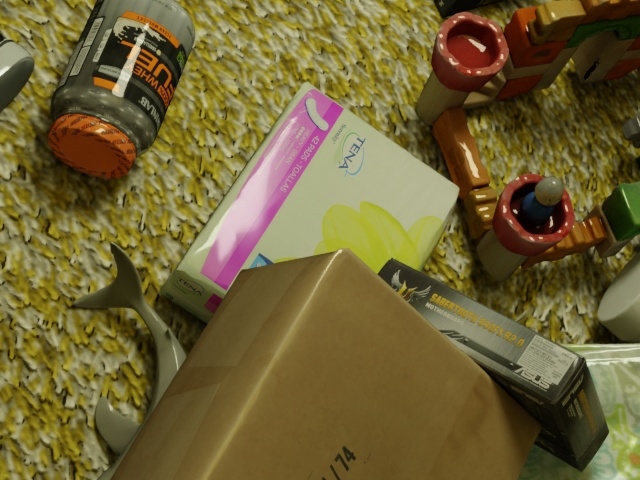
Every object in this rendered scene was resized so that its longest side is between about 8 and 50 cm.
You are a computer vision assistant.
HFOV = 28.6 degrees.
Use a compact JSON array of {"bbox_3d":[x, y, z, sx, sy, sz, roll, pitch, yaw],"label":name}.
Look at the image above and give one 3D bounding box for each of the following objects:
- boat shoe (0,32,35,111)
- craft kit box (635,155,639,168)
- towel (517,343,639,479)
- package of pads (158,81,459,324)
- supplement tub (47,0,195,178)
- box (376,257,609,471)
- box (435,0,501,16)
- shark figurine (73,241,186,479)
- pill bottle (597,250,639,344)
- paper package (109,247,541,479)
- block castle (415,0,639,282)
[{"bbox_3d":[-0.417,-0.123,1.240,0.105,0.113,0.306,36,57,2],"label":"boat shoe"},{"bbox_3d":[0.568,-0.031,1.648,0.247,0.061,0.250,-14,75,-24],"label":"craft kit box"},{"bbox_3d":[0.309,0.283,1.305,0.320,0.090,0.374,-3,66,9],"label":"towel"},{"bbox_3d":[0.000,0.000,1.367,0.229,0.101,0.296,35,60,-6],"label":"package of pads"},{"bbox_3d":[-0.215,-0.168,1.340,0.117,0.117,0.190,23,62,-12],"label":"supplement tub"},{"bbox_3d":[0.168,0.125,1.256,0.231,0.183,0.056,28,74,33],"label":"box"},{"bbox_3d":[0.204,-0.392,1.626,0.158,0.093,0.156,-20,77,-27],"label":"box"},{"bbox_3d":[-0.156,0.150,1.234,0.166,0.116,0.278,9,67,-21],"label":"shark figurine"},{"bbox_3d":[0.480,0.137,1.474,0.301,0.169,0.169,38,59,-4],"label":"pill bottle"},{"bbox_3d":[-0.002,0.220,1.130,0.309,0.168,0.325,43,60,-23],"label":"paper package"},{"bbox_3d":[0.365,-0.151,1.479,0.453,0.213,0.303,-12,70,-17],"label":"block castle"}]
